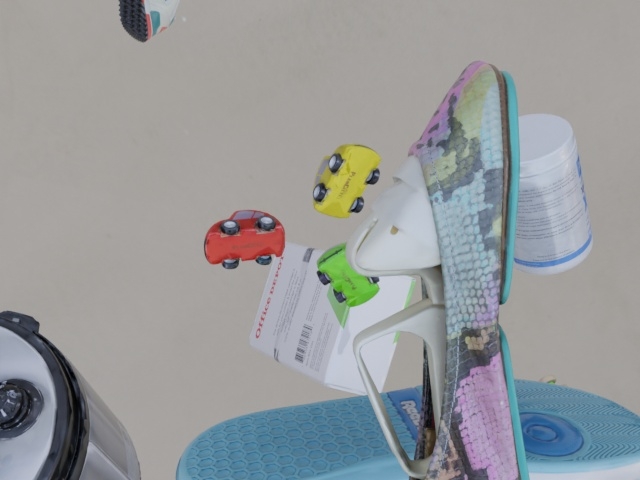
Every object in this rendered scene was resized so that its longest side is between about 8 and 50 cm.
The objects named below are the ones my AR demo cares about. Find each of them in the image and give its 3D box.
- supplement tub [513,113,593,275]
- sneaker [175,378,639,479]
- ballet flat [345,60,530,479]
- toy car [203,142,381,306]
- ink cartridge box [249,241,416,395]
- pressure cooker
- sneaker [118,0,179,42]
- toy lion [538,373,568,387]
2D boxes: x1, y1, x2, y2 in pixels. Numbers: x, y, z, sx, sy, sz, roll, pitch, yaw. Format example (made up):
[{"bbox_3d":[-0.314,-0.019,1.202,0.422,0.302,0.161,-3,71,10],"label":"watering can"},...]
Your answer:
[{"bbox_3d":[0.164,-0.033,0.609,0.071,0.071,0.107,-25,124,-4],"label":"supplement tub"},{"bbox_3d":[0.071,0.214,0.553,0.319,0.127,0.208,-4,107,-2],"label":"sneaker"},{"bbox_3d":[0.052,0.032,0.365,0.079,0.077,0.221,-4,97,1],"label":"ballet flat"},{"bbox_3d":[0.000,0.000,1.004,0.239,0.053,0.225,-31,129,9],"label":"toy car"},{"bbox_3d":[0.010,0.122,1.325,0.115,0.273,0.198,19,87,-30],"label":"ink cartridge box"},{"bbox_3d":[-0.461,0.297,1.075,0.370,0.420,0.375,27,64,20],"label":"pressure cooker"},{"bbox_3d":[-0.190,-0.312,0.929,0.057,0.161,0.075,33,47,19],"label":"sneaker"},{"bbox_3d":[0.268,0.213,0.998,0.096,0.100,0.034,-38,55,13],"label":"toy lion"}]
